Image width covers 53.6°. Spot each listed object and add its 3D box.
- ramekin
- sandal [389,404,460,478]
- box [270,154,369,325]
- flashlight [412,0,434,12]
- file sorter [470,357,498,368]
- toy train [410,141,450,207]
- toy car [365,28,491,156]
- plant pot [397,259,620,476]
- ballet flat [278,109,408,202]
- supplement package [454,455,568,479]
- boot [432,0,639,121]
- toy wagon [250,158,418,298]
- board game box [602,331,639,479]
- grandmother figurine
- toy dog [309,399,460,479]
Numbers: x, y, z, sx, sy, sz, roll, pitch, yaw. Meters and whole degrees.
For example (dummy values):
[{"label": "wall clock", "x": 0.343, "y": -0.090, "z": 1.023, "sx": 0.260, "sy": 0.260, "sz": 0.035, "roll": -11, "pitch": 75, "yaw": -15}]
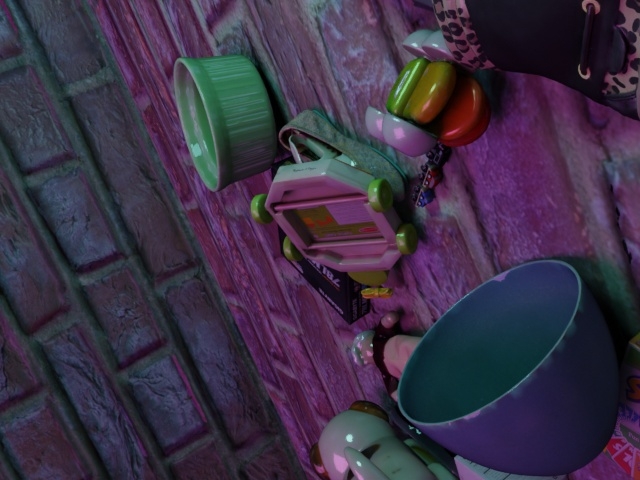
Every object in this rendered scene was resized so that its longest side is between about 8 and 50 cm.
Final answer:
[{"label": "ramekin", "x": -0.215, "y": -0.274, "z": 1.441, "sx": 0.303, "sy": 0.148, "sz": 0.303, "roll": 52, "pitch": 152, "yaw": 43}, {"label": "sandal", "x": 0.254, "y": 0.440, "z": 1.407, "sx": 0.097, "sy": 0.054, "sz": 0.254, "roll": 38, "pitch": 176, "yaw": -39}, {"label": "box", "x": 0.000, "y": 0.000, "z": 1.443, "sx": 0.295, "sy": 0.073, "sz": 0.293, "roll": 45, "pitch": 151, "yaw": 36}, {"label": "flashlight", "x": 0.081, "y": -0.377, "z": 0.824, "sx": 0.304, "sy": 0.103, "sz": 0.103, "roll": 37, "pitch": 113, "yaw": 38}, {"label": "file sorter", "x": 0.269, "y": 0.219, "z": 1.068, "sx": 0.118, "sy": 0.104, "sz": 0.170, "roll": 35, "pitch": 145, "yaw": 47}, {"label": "toy train", "x": 0.176, "y": -0.104, "z": 1.008, "sx": 0.036, "sy": 0.027, "sz": 0.158, "roll": 41, "pitch": 151, "yaw": 19}, {"label": "toy car", "x": 0.154, "y": -0.183, "z": 0.837, "sx": 0.136, "sy": 0.159, "sz": 0.182, "roll": 24, "pitch": -169, "yaw": -18}, {"label": "plant pot", "x": 0.276, "y": 0.195, "z": 0.845, "sx": 0.195, "sy": 0.290, "sz": 0.290, "roll": 47, "pitch": 159, "yaw": -9}, {"label": "ballet flat", "x": 0.027, "y": -0.141, "z": 1.178, "sx": 0.316, "sy": 0.106, "sz": 0.108, "roll": 40, "pitch": 150, "yaw": 41}, {"label": "supplement package", "x": 0.349, "y": 0.446, "z": 1.149, "sx": 0.179, "sy": 0.105, "sz": 0.105, "roll": 20, "pitch": 134, "yaw": 59}, {"label": "boot", "x": 0.224, "y": -0.295, "z": 0.562, "sx": 0.284, "sy": 0.138, "sz": 0.377, "roll": 33, "pitch": 149, "yaw": 49}, {"label": "toy wagon", "x": 0.043, "y": -0.011, "z": 1.172, "sx": 0.267, "sy": 0.068, "sz": 0.344, "roll": -4, "pitch": 141, "yaw": 33}, {"label": "board game box", "x": 0.437, "y": 0.229, "z": 0.816, "sx": 0.124, "sy": 0.039, "sz": 0.260, "roll": 41, "pitch": 146, "yaw": 42}, {"label": "grandmother figurine", "x": 0.165, "y": 0.250, "z": 1.347, "sx": 0.342, "sy": 0.104, "sz": 0.208, "roll": 179, "pitch": 93, "yaw": -68}, {"label": "toy dog", "x": 0.128, "y": 0.557, "z": 1.462, "sx": 0.395, "sy": 0.285, "sz": 0.408, "roll": 35, "pitch": 179, "yaw": -25}]
